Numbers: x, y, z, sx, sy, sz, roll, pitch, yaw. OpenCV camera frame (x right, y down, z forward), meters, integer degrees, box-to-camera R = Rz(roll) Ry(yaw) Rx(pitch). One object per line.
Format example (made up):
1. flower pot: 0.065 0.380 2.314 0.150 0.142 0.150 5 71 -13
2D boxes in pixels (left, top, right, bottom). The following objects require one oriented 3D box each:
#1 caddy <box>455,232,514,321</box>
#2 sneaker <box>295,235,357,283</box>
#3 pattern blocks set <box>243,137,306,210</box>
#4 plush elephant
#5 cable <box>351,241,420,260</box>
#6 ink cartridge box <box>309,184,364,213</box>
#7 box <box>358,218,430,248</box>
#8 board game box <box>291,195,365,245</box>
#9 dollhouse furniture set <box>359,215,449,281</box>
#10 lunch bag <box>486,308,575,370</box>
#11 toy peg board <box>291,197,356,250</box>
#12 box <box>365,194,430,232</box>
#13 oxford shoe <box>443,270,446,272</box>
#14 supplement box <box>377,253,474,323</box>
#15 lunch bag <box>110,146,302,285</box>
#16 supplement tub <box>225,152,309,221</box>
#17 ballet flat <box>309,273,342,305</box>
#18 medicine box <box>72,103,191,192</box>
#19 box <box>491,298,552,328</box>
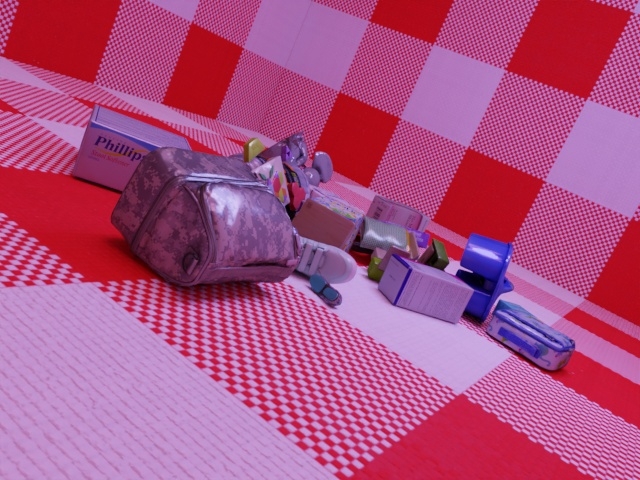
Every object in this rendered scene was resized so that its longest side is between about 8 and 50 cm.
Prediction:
1. caddy: 0.506 0.112 1.838 0.179 0.242 0.341 22 12 13
2. sneaker: -0.048 0.040 1.414 0.255 0.094 0.151 18 3 22
3. pattern blocks set: -0.138 -0.129 1.568 0.026 0.286 0.325 0 38 28
4. plush elephant: -0.105 -0.265 2.322 0.271 0.256 0.330 -36 12 -33
5. cable: 0.204 0.019 2.041 0.287 0.072 0.139 17 11 -35
6. ink cartridge box: 0.023 -0.114 2.100 0.158 0.092 0.218 15 14 -39
7. box: 0.219 -0.035 2.147 0.200 0.057 0.293 14 0 -32
8. board game box: 0.018 -0.035 1.752 0.144 0.142 0.275 26 12 10
9. dollhouse furniture set: 0.240 -0.007 1.814 0.197 0.151 0.302 22 33 -17
10. lunch bag: 0.586 0.272 1.669 0.176 0.090 0.219 6 21 -48
11. toy peg board: 0.000 0.000 1.568 0.161 0.161 0.079 31 -2 29
12. box: 0.312 -0.076 2.476 0.232 0.149 0.127 15 16 -36
13. oxford shoe: 0.363 0.108 1.956 0.096 0.083 0.227 35 17 26
14. supplement box: 0.285 0.131 1.629 0.219 0.114 0.111 18 13 -22
15. lunch bag: -0.201 -0.022 1.166 0.256 0.213 0.305 48 22 24
16. supplement tub: -0.181 -0.145 1.721 0.193 0.194 0.316 30 14 24
17. ballet flat: 0.013 0.117 1.366 0.041 0.041 0.114 15 16 -38
18. medicine box: -0.488 -0.224 1.573 0.263 0.149 0.289 19 14 -23
19. box: 0.648 0.270 1.856 0.100 0.060 0.244 18 13 -27
